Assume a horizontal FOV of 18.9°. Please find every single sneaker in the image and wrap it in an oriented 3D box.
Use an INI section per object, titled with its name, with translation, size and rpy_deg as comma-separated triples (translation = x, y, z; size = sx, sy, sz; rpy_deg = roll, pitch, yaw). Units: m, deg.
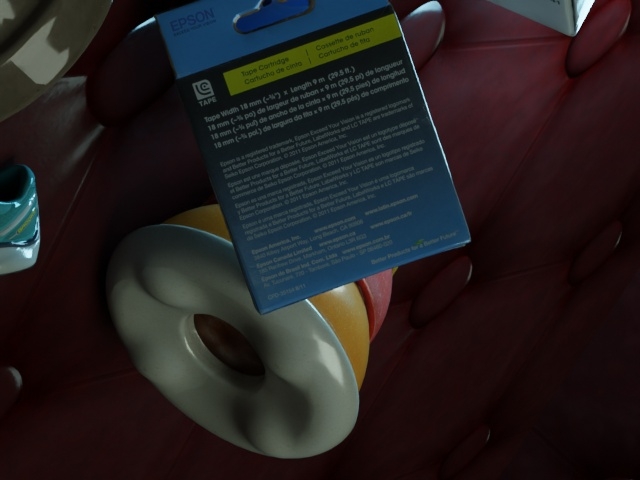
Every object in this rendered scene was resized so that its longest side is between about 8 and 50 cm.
[sneaker]
translation = -0.390, -0.015, 1.926
size = 0.275, 0.107, 0.110
rpy_deg = -20, 125, -53

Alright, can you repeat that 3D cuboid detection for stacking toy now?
[stacking toy]
translation = 0.000, 0.000, 2.363
size = 0.480, 0.351, 0.350
rpy_deg = -49, 160, -34

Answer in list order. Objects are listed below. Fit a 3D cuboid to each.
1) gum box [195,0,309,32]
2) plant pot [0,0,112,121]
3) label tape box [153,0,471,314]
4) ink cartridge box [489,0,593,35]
[gum box]
translation = -0.051, -0.271, 1.991
size = 0.157, 0.041, 0.184
rpy_deg = -23, 141, 8
[plant pot]
translation = -0.324, -0.246, 1.519
size = 0.263, 0.263, 0.229
rpy_deg = -46, 138, -1
[label tape box]
translation = -0.008, -0.120, 2.029
size = 0.241, 0.333, 0.106
rpy_deg = -19, -171, 1
[ink cartridge box]
translation = 0.241, -0.407, 2.064
size = 0.306, 0.226, 0.131
rpy_deg = -61, 162, -10
